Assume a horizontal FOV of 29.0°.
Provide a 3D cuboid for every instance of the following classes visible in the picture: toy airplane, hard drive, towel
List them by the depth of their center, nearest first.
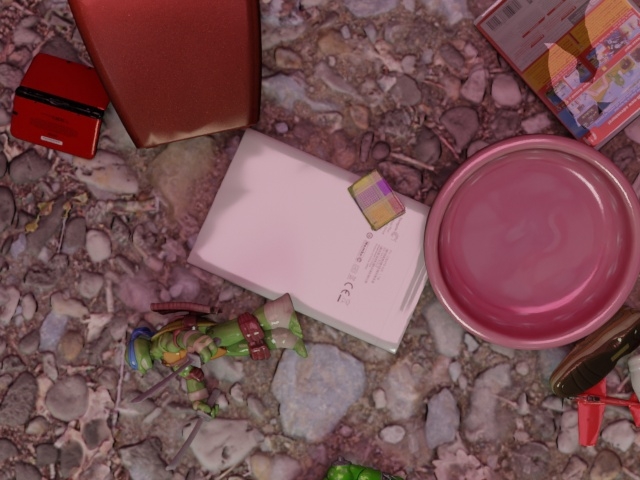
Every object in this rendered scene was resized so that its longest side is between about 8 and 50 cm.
[{"bbox_3d":[0.086,-0.062,1.910,0.060,0.009,0.083,-34,85,-2],"label":"towel"},{"bbox_3d":[0.445,0.250,1.916,0.151,0.028,0.151,0,84,1],"label":"toy airplane"},{"bbox_3d":[0.000,0.000,1.935,0.353,0.047,0.233,24,86,2],"label":"hard drive"}]

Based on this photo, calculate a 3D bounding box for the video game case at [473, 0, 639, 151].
[{"bbox_3d":[0.405,-0.304,1.926,0.204,0.025,0.285,-41,79,11],"label":"video game case"}]

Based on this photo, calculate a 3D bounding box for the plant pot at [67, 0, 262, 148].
[{"bbox_3d":[-0.207,-0.271,1.866,0.267,0.267,0.235,-11,97,0],"label":"plant pot"}]

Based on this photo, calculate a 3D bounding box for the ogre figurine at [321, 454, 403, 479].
[{"bbox_3d":[0.027,0.416,1.882,0.118,0.097,0.197,40,103,-14],"label":"ogre figurine"}]

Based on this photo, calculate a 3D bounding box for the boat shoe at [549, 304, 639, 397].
[{"bbox_3d":[0.419,0.168,1.907,0.190,0.072,0.068,-33,130,-13],"label":"boat shoe"}]

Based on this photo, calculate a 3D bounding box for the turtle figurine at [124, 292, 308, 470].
[{"bbox_3d":[-0.148,0.198,1.852,0.266,0.274,0.197,-18,120,-5],"label":"turtle figurine"}]

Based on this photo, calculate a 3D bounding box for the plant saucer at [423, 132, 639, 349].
[{"bbox_3d":[0.318,-0.001,1.875,0.332,0.084,0.332,0,104,-2],"label":"plant saucer"}]

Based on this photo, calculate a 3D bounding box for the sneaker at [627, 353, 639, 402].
[{"bbox_3d":[0.579,0.203,1.873,0.212,0.080,0.094,-11,79,15],"label":"sneaker"}]

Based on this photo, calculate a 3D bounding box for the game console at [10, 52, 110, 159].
[{"bbox_3d":[-0.407,-0.214,1.975,0.144,0.085,0.124,17,117,3],"label":"game console"}]
